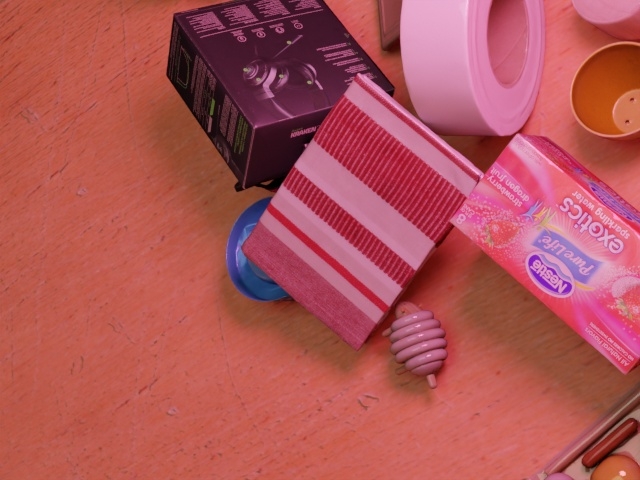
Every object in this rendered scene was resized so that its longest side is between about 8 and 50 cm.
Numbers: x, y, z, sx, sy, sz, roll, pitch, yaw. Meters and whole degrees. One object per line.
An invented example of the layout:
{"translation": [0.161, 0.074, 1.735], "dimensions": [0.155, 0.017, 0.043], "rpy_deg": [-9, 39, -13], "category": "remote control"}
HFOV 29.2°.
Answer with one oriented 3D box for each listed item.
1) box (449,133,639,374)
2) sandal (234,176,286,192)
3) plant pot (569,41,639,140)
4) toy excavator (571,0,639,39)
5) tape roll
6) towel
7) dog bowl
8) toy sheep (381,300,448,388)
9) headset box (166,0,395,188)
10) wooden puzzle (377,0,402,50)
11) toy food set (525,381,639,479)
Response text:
{"translation": [0.335, 0.012, 1.571], "dimensions": [0.300, 0.142, 0.154], "rpy_deg": [43, 110, 18], "category": "box"}
{"translation": [-0.050, -0.101, 1.881], "dimensions": [0.067, 0.179, 0.040], "rpy_deg": [4, 112, 55], "category": "sandal"}
{"translation": [0.417, -0.188, 1.660], "dimensions": [0.134, 0.095, 0.134], "rpy_deg": [-9, 71, 28], "category": "plant pot"}
{"translation": [0.529, -0.535, 1.659], "dimensions": [0.445, 0.222, 0.433], "rpy_deg": [-22, 65, 38], "category": "toy excavator"}
{"translation": [0.216, -0.286, 1.693], "dimensions": [0.100, 0.286, 0.286], "rpy_deg": [4, 78, 32], "category": "tape roll"}
{"translation": [0.054, -0.036, 1.725], "dimensions": [0.237, 0.037, 0.329], "rpy_deg": [40, 115, 12], "category": "towel"}
{"translation": [0.000, 0.000, 1.859], "dimensions": [0.297, 0.074, 0.166], "rpy_deg": [-20, 67, 25], "category": "dog bowl"}
{"translation": [0.138, 0.147, 1.732], "dimensions": [0.091, 0.091, 0.132], "rpy_deg": [-27, 78, 21], "category": "toy sheep"}
{"translation": [-0.059, -0.234, 1.854], "dimensions": [0.283, 0.246, 0.131], "rpy_deg": [54, 148, 30], "category": "headset box"}
{"translation": [0.134, -0.424, 1.835], "dimensions": [0.238, 0.044, 0.221], "rpy_deg": [145, 122, -70], "category": "wooden puzzle"}
{"translation": [0.398, 0.304, 1.528], "dimensions": [0.306, 0.092, 0.220], "rpy_deg": [-44, 59, 12], "category": "toy food set"}
